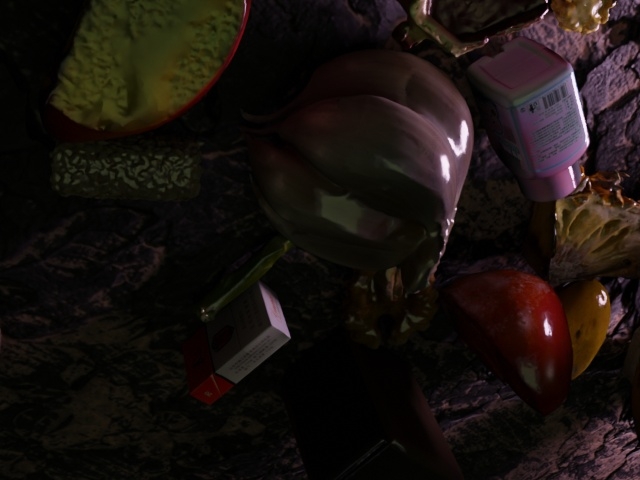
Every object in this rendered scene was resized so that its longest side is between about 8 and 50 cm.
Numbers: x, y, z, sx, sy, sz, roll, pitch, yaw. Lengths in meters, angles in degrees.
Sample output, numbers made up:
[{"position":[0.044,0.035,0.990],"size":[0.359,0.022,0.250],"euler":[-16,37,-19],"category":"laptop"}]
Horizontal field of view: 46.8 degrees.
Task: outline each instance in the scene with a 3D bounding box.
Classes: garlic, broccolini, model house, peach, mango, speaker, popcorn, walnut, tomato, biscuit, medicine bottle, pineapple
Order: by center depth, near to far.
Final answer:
[{"position":[-0.160,-0.199,0.706],"size":[0.154,0.158,0.267],"euler":[22,114,-18],"category":"peach"},{"position":[0.146,-0.304,0.709],"size":[0.254,0.196,0.160],"euler":[-44,125,17],"category":"model house"},{"position":[-0.216,-0.081,0.835],"size":[0.169,0.070,0.082],"euler":[2,115,-17],"category":"biscuit"},{"position":[0.051,-0.088,0.842],"size":[0.292,0.210,0.237],"euler":[40,131,-12],"category":"garlic"},{"position":[0.308,-0.283,0.863],"size":[0.082,0.057,0.083],"euler":[32,114,-26],"category":"popcorn"},{"position":[0.262,-0.141,0.910],"size":[0.094,0.119,0.188],"euler":[-30,128,0],"category":"medicine bottle"},{"position":[-0.003,-0.002,0.953],"size":[0.392,0.074,0.079],"euler":[-40,120,10],"category":"broccolini"},{"position":[0.097,0.074,1.047],"size":[0.143,0.069,0.170],"euler":[-4,125,-13],"category":"walnut"},{"position":[0.280,0.122,1.048],"size":[0.140,0.233,0.200],"euler":[-40,124,-4],"category":"tomato"},{"position":[0.377,-0.019,1.060],"size":[0.236,0.114,0.186],"euler":[30,112,-22],"category":"pineapple"},{"position":[0.069,0.275,1.080],"size":[0.153,0.231,0.192],"euler":[-42,126,14],"category":"speaker"},{"position":[0.386,0.145,1.176],"size":[0.137,0.098,0.195],"euler":[18,113,-24],"category":"mango"}]

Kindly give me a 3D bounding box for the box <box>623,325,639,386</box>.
[{"position":[0.646,0.258,1.216],"size":[0.183,0.311,0.175],"euler":[-4,127,-5],"category":"box"}]

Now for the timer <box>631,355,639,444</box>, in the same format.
[{"position":[0.593,0.179,0.933],"size":[0.376,0.376,0.386],"euler":[34,75,-34],"category":"timer"}]

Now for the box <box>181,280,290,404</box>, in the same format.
[{"position":[-0.117,0.137,1.004],"size":[0.152,0.100,0.048],"euler":[-39,124,11],"category":"box"}]
